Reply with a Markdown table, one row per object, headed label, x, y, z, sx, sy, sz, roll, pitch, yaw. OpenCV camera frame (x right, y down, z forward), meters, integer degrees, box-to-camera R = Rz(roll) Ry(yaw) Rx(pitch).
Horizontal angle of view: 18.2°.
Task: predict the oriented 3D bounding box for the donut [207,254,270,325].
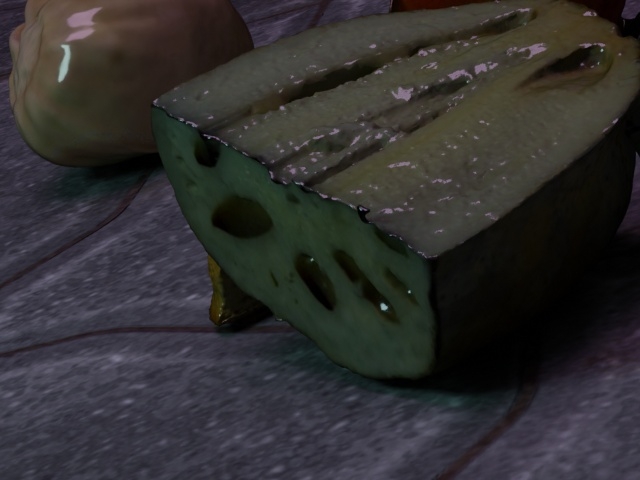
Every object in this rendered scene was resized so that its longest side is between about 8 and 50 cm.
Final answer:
| label | x | y | z | sx | sy | sz | roll | pitch | yaw |
| --- | --- | --- | --- | --- | --- | --- | --- | --- | --- |
| donut | 0.005 | -0.005 | 1.387 | 0.181 | 0.078 | 0.146 | -10 | 22 | 21 |

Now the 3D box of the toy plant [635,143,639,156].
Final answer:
| label | x | y | z | sx | sy | sz | roll | pitch | yaw |
| --- | --- | --- | --- | --- | --- | --- | --- | --- | --- |
| toy plant | 0.307 | -0.115 | 1.303 | 0.235 | 0.175 | 0.218 | -53 | 20 | -14 |

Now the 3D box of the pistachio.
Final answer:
| label | x | y | z | sx | sy | sz | roll | pitch | yaw |
| --- | --- | --- | --- | --- | --- | --- | --- | --- | --- |
| pistachio | -0.179 | -0.174 | 1.924 | 0.318 | 0.214 | 0.193 | -29 | -23 | -53 |

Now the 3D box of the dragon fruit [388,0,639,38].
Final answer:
| label | x | y | z | sx | sy | sz | roll | pitch | yaw |
| --- | --- | --- | --- | --- | --- | --- | --- | --- | --- |
| dragon fruit | 0.168 | -0.241 | 1.719 | 0.227 | 0.224 | 0.224 | -22 | 16 | 9 |

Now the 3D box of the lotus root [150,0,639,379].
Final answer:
| label | x | y | z | sx | sy | sz | roll | pitch | yaw |
| --- | --- | --- | --- | --- | --- | --- | --- | --- | --- |
| lotus root | 0.078 | -0.046 | 1.255 | 0.260 | 0.149 | 0.267 | -31 | 41 | -29 |
